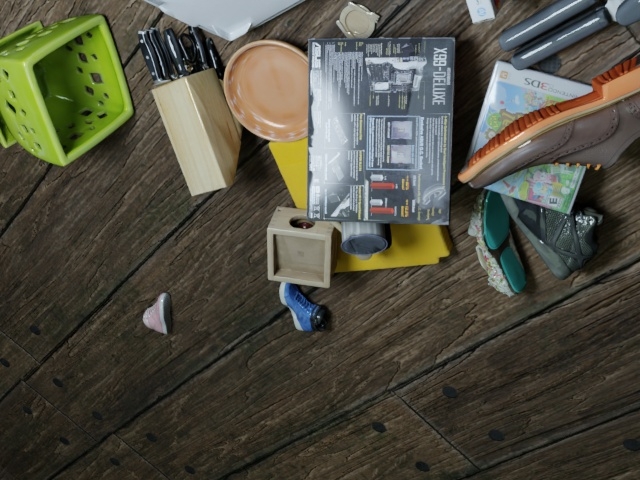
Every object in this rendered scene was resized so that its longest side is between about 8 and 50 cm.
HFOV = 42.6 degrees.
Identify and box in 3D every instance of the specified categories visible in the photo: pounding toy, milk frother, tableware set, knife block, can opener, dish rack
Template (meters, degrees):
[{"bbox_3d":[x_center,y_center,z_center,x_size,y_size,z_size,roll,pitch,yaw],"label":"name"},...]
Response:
[{"bbox_3d":[0.006,-0.007,1.607,0.206,0.094,0.181,7,125,9],"label":"pounding toy"},{"bbox_3d":[0.111,-0.056,1.479,0.129,0.135,0.143,16,148,-34],"label":"milk frother"},{"bbox_3d":[0.062,-0.324,1.436,0.141,0.020,0.168,42,132,-8],"label":"tableware set"},{"bbox_3d":[-0.247,-0.253,1.503,0.088,0.276,0.242,-12,149,33],"label":"knife block"},{"bbox_3d":[0.394,-0.334,1.215,0.283,0.095,0.076,-25,111,37],"label":"can opener"},{"bbox_3d":[-0.127,-0.425,1.300,0.332,0.072,0.285,-17,161,36],"label":"dish rack"}]

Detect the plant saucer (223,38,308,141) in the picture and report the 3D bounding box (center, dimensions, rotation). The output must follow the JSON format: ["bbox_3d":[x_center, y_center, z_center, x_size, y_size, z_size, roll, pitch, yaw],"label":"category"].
[{"bbox_3d":[-0.079,-0.276,1.502,0.200,0.037,0.200,10,127,14],"label":"plant saucer"}]

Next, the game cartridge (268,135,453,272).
[{"bbox_3d":[0.083,-0.084,1.598,0.285,0.053,0.324,-6,125,29],"label":"game cartridge"}]

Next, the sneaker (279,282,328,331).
[{"bbox_3d":[-0.031,0.145,1.818,0.084,0.058,0.152,3,131,31],"label":"sneaker"}]

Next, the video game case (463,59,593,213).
[{"bbox_3d":[0.355,-0.171,1.363,0.193,0.023,0.212,19,111,12],"label":"video game case"}]

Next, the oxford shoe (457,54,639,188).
[{"bbox_3d":[0.390,-0.153,1.278,0.363,0.130,0.133,-27,102,23],"label":"oxford shoe"}]

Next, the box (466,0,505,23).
[{"bbox_3d":[0.229,-0.431,1.187,0.038,0.145,0.186,-7,122,33],"label":"box"}]

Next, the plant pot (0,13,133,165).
[{"bbox_3d":[-0.539,-0.304,1.617,0.207,0.227,0.228,10,130,28],"label":"plant pot"}]

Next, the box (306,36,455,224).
[{"bbox_3d":[0.101,-0.183,1.373,0.242,0.076,0.308,1,97,11],"label":"box"}]

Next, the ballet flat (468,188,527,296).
[{"bbox_3d":[0.317,0.003,1.528,0.077,0.091,0.241,10,129,48],"label":"ballet flat"}]

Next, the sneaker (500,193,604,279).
[{"bbox_3d":[0.409,-0.053,1.439,0.130,0.087,0.227,-38,92,23],"label":"sneaker"}]

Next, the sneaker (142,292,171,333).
[{"bbox_3d":[-0.409,0.177,2.034,0.070,0.051,0.134,15,135,9],"label":"sneaker"}]
